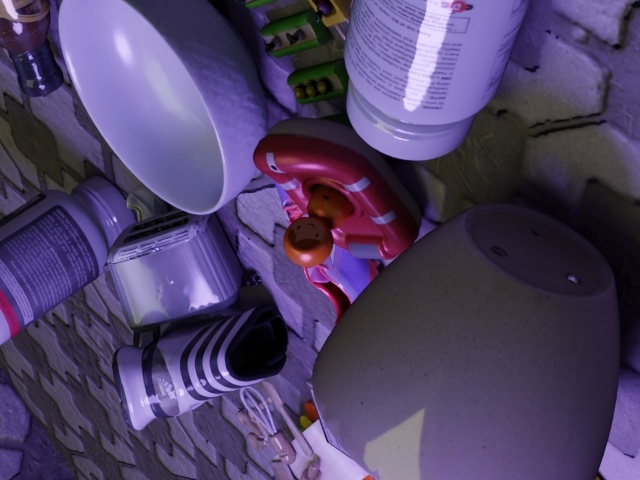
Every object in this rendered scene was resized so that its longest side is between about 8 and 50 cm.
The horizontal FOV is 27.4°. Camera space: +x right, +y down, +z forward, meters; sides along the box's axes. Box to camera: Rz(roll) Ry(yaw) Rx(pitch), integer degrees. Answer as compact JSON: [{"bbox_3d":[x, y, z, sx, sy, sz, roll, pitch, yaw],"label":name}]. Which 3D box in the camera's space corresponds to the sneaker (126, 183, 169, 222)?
[{"bbox_3d":[-0.262,-0.022,2.139,0.152,0.061,0.054,55,151,-9],"label":"sneaker"}]

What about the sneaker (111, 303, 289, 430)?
[{"bbox_3d":[-0.170,0.185,2.129,0.447,0.257,0.169,-85,-19,-81],"label":"sneaker"}]

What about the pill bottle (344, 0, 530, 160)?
[{"bbox_3d":[0.108,-0.212,1.244,0.160,0.160,0.283,42,151,19],"label":"pill bottle"}]

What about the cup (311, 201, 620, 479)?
[{"bbox_3d":[0.185,0.102,1.387,0.331,0.331,0.237,38,123,26],"label":"cup"}]

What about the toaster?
[{"bbox_3d":[-0.220,0.039,2.025,0.227,0.129,0.146,-16,112,15],"label":"toaster"}]

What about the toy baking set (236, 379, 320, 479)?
[{"bbox_3d":[-0.071,0.330,2.113,0.197,0.030,0.256,46,152,16],"label":"toy baking set"}]

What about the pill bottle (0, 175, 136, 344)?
[{"bbox_3d":[-0.474,0.024,2.234,0.176,0.318,0.176,38,149,27],"label":"pill bottle"}]

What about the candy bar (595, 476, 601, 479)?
[{"bbox_3d":[0.318,0.276,1.647,0.161,0.018,0.040,52,150,3],"label":"candy bar"}]

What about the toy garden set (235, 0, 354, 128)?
[{"bbox_3d":[0.001,-0.211,1.528,0.204,0.049,0.244,-2,121,58],"label":"toy garden set"}]

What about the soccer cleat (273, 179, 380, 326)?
[{"bbox_3d":[0.000,0.000,1.726,0.248,0.095,0.083,57,152,-9],"label":"soccer cleat"}]

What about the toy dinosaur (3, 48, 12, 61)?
[{"bbox_3d":[-0.540,-0.371,2.123,0.118,0.064,0.268,4,135,13],"label":"toy dinosaur"}]

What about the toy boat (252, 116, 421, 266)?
[{"bbox_3d":[0.005,-0.036,1.558,0.151,0.151,0.231,2,143,45],"label":"toy boat"}]

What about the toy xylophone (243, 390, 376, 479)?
[{"bbox_3d":[-0.008,0.334,2.143,0.236,0.081,0.323,54,153,-1],"label":"toy xylophone"}]

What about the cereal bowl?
[{"bbox_3d":[-0.185,-0.210,1.713,0.339,0.141,0.339,36,148,28],"label":"cereal bowl"}]

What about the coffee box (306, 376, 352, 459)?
[{"bbox_3d":[0.142,0.233,1.681,0.297,0.168,0.119,27,143,48],"label":"coffee box"}]

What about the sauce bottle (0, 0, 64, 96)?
[{"bbox_3d":[-0.476,-0.379,1.996,0.111,0.111,0.344,27,145,39],"label":"sauce bottle"}]
